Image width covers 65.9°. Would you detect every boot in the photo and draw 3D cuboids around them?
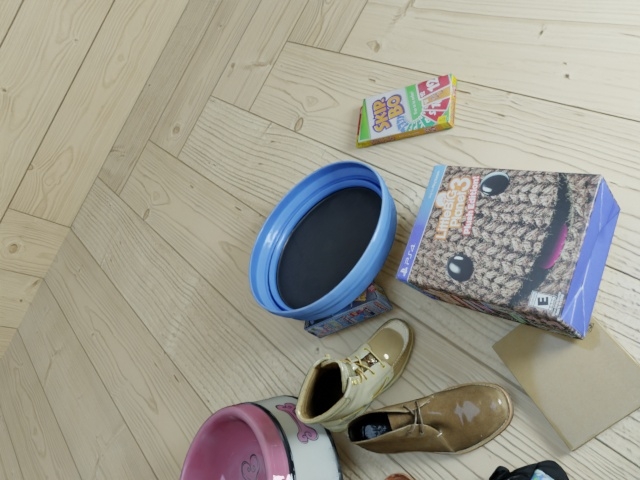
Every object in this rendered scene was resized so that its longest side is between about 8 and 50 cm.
[{"bbox_3d":[0.184,0.324,0.874,0.305,0.115,0.113,-26,57,28],"label":"boot"},{"bbox_3d":[0.070,0.236,0.914,0.095,0.203,0.262,39,83,29],"label":"boot"}]

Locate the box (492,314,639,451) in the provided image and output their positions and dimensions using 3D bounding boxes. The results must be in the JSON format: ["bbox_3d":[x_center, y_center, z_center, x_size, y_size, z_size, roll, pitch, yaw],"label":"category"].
[{"bbox_3d":[0.404,0.205,0.802,0.164,0.021,0.201,-44,52,17],"label":"box"}]

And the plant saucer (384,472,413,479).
[{"bbox_3d":[0.148,0.474,0.911,0.083,0.013,0.084,-15,65,35],"label":"plant saucer"}]

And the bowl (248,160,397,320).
[{"bbox_3d":[0.000,0.000,1.114,0.391,0.077,0.392,-28,42,29],"label":"bowl"}]

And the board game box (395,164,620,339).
[{"bbox_3d":[0.315,0.008,0.852,0.290,0.141,0.232,12,78,45],"label":"board game box"}]

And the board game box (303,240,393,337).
[{"bbox_3d":[0.068,0.104,1.073,0.194,0.060,0.194,-14,52,39],"label":"board game box"}]

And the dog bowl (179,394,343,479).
[{"bbox_3d":[-0.145,0.516,0.993,0.407,0.150,0.409,-26,54,42],"label":"dog bowl"}]

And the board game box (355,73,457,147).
[{"bbox_3d":[0.190,-0.299,1.163,0.259,0.039,0.124,-6,69,40],"label":"board game box"}]

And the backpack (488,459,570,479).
[{"bbox_3d":[0.221,0.463,0.629,0.290,0.355,0.273,-45,52,15],"label":"backpack"}]
